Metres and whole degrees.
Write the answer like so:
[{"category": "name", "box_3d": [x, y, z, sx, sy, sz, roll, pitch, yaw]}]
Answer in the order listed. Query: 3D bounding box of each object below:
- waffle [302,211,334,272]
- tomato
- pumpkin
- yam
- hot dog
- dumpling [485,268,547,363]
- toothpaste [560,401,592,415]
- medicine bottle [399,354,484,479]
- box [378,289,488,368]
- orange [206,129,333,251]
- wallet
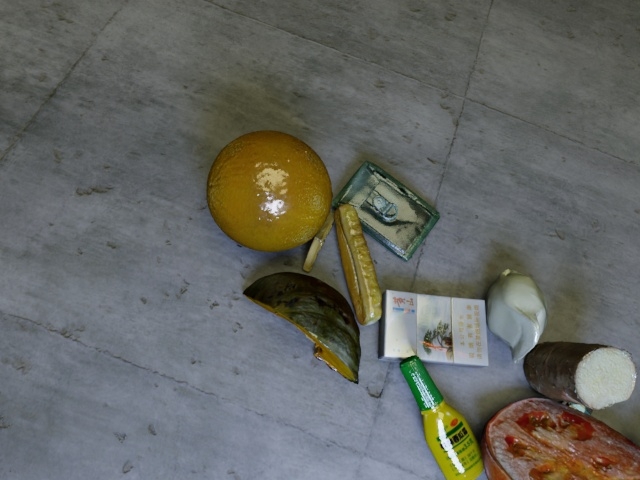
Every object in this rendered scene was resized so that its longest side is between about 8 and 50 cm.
[{"category": "waffle", "box_3d": [0.000, 0.000, 1.151, 0.023, 0.098, 0.153, 24, 33, 4]}, {"category": "tomato", "box_3d": [0.459, 0.460, 0.920, 0.338, 0.144, 0.338, 9, 24, -4]}, {"category": "pumpkin", "box_3d": [-0.008, 0.141, 1.002, 0.312, 0.169, 0.148, 35, 68, 7]}, {"category": "yam", "box_3d": [0.522, 0.274, 1.002, 0.129, 0.238, 0.128, 17, 79, -1]}, {"category": "hot dog", "box_3d": [0.086, 0.050, 1.103, 0.061, 0.088, 0.286, -6, 75, -21]}, {"category": "dumpling", "box_3d": [0.434, 0.161, 1.071, 0.132, 0.163, 0.250, 2, 30, 11]}, {"category": "toothpaste", "box_3d": [0.587, 0.347, 1.081, 0.071, 0.045, 0.193, 38, 72, 17]}, {"category": "medicine bottle", "box_3d": [0.239, 0.357, 0.980, 0.094, 0.064, 0.261, -27, 85, -12]}, {"category": "box", "box_3d": [0.247, 0.198, 1.075, 0.233, 0.067, 0.150, 6, 65, -6]}, {"category": "orange", "box_3d": [-0.106, -0.103, 1.044, 0.274, 0.274, 0.275, 3, 66, -8]}, {"category": "wallet", "box_3d": [0.164, -0.076, 1.193, 0.236, 0.055, 0.160, 37, 73, 7]}]
